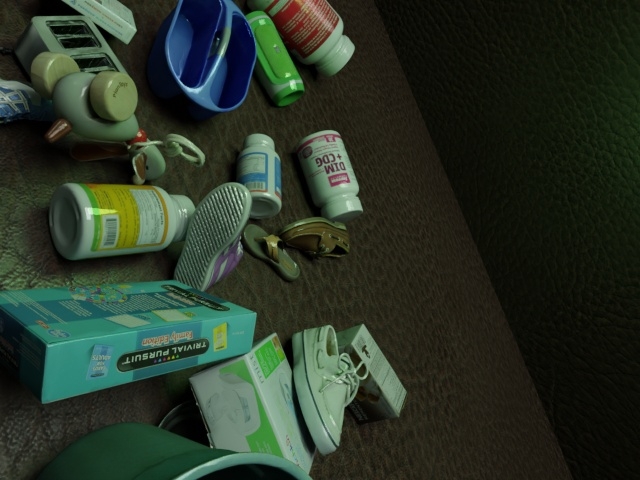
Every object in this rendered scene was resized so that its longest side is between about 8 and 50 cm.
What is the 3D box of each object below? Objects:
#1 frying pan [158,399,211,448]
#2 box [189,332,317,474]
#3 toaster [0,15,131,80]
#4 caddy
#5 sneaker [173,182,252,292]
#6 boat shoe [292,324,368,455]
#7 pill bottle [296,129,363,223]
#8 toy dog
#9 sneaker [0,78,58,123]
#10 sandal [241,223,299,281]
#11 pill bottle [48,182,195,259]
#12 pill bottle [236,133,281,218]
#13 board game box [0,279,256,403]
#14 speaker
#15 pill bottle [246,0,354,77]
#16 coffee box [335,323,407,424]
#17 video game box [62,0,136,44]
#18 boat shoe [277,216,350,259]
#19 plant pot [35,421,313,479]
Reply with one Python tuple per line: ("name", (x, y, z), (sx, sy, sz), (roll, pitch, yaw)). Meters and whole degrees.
("frying pan", (-0.271, 0.415, 0.782), (0.326, 0.053, 0.197), (-18, 83, -53))
("box", (-0.122, 0.343, 0.884), (0.231, 0.126, 0.262), (23, 43, -82))
("toaster", (-0.512, -0.361, 0.920), (0.168, 0.110, 0.185), (57, 35, -8))
("caddy", (-0.297, -0.486, 1.163), (0.241, 0.179, 0.341), (27, 64, -41))
("sneaker", (-0.210, -0.013, 0.967), (0.102, 0.282, 0.161), (40, 24, 10))
("boat shoe", (0.032, 0.310, 1.018), (0.367, 0.156, 0.136), (-107, 173, -70))
("pill bottle", (0.033, -0.204, 1.476), (0.160, 0.160, 0.283), (-4, 71, -53))
("toy dog", (-0.402, -0.187, 0.843), (0.334, 0.220, 0.161), (50, 57, -51))
("sneaker", (-0.565, -0.247, 0.814), (0.211, 0.080, 0.081), (7, 70, -36))
("sandal", (-0.125, 0.030, 1.209), (0.219, 0.060, 0.090), (46, 38, -23))
("pill bottle", (-0.372, -0.040, 0.869), (0.245, 0.136, 0.136), (-7, 74, -54))
("pill bottle", (-0.171, -0.181, 1.231), (0.124, 0.124, 0.221), (26, 49, -41))
("board game box", (-0.316, 0.139, 0.725), (0.336, 0.254, 0.079), (2, 99, -52))
("speaker", (-0.168, -0.616, 1.515), (0.131, 0.131, 0.296), (-28, 91, -55))
("pill bottle", (-0.062, -0.836, 1.703), (0.407, 0.229, 0.229), (38, 42, -31))
("coffee box", (0.111, 0.371, 1.226), (0.246, 0.141, 0.098), (58, 34, -10))
("video game box", (-0.521, -0.547, 1.010), (0.187, 0.048, 0.205), (31, 18, -40))
("boat shoe", (0.000, 0.000, 1.345), (0.307, 0.110, 0.104), (-1, 68, -52))
("plant pot", (-0.213, 0.401, 0.565), (0.341, 0.334, 0.341), (4, 84, -41))
